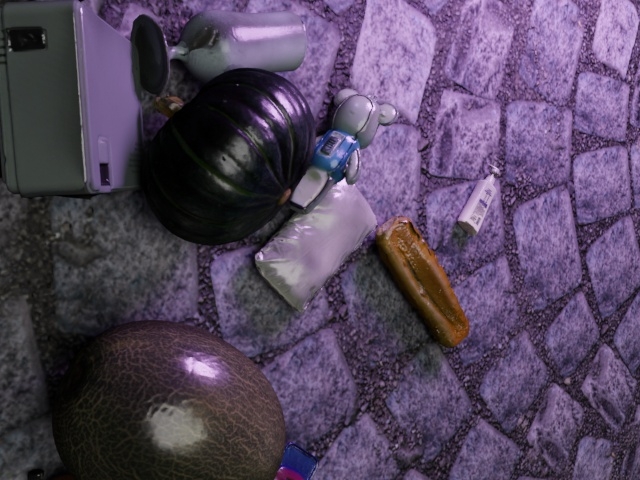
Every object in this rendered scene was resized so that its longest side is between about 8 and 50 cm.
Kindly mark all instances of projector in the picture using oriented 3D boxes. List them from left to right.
[{"bbox_3d":[-0.272,-0.143,0.778,0.099,0.257,0.192,-4,96,-2],"label":"projector"}]

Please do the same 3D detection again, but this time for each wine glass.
[{"bbox_3d":[-0.133,-0.266,0.954,0.231,0.103,0.103,-19,104,-35],"label":"wine glass"}]

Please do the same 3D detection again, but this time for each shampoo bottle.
[{"bbox_3d":[0.305,-0.080,1.318,0.049,0.034,0.141,38,72,-24],"label":"shampoo bottle"}]

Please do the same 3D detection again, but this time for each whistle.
[{"bbox_3d":[0.026,-0.137,1.083,0.236,0.114,0.077,-58,160,-18],"label":"whistle"}]

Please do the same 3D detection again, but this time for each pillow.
[{"bbox_3d":[0.000,0.000,1.098,0.229,0.051,0.128,-47,119,-25],"label":"pillow"}]

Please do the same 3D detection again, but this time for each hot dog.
[{"bbox_3d":[0.181,0.075,1.224,0.083,0.068,0.289,-35,119,-3],"label":"hot dog"}]

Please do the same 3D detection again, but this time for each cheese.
[{"bbox_3d":[-0.083,0.432,1.065,0.155,0.062,0.244,42,69,-28],"label":"cheese"}]

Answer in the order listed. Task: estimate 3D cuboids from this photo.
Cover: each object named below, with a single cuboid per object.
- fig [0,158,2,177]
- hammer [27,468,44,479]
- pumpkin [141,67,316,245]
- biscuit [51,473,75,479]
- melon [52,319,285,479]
[{"bbox_3d":[-0.398,-0.126,0.761,0.202,0.148,0.149,-37,89,9],"label":"fig"},{"bbox_3d":[-0.288,0.330,0.936,0.201,0.021,0.078,-2,95,-34],"label":"hammer"},{"bbox_3d":[-0.125,-0.113,0.892,0.216,0.250,0.250,38,71,-12],"label":"pumpkin"},{"bbox_3d":[-0.314,0.459,0.902,0.306,0.043,0.284,-48,124,-18],"label":"biscuit"},{"bbox_3d":[-0.179,0.231,0.874,0.301,0.237,0.237,35,74,-33],"label":"melon"}]
